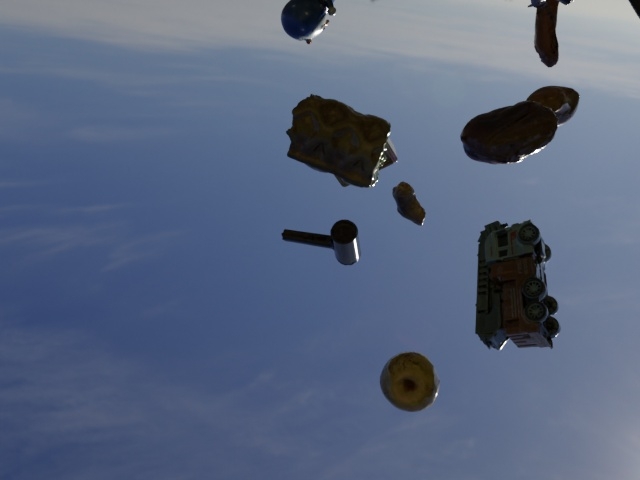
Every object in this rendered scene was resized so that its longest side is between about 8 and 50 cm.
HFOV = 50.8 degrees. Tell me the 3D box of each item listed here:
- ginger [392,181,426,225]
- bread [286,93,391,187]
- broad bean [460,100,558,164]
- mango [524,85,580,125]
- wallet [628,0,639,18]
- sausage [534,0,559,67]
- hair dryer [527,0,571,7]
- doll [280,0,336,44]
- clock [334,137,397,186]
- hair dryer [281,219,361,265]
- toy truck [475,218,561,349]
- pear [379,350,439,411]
[{"bbox_3d":[0.305,-0.128,2.331,0.069,0.190,0.095,-42,-147,-20],"label":"ginger"},{"bbox_3d":[0.055,-0.262,1.799,0.252,0.196,0.238,19,-177,10],"label":"bread"},{"bbox_3d":[0.457,-0.260,1.636,0.228,0.122,0.156,-13,-143,11],"label":"broad bean"},{"bbox_3d":[0.844,-0.492,2.451,0.249,0.151,0.156,-17,171,-25],"label":"mango"},{"bbox_3d":[0.855,-0.650,1.729,0.170,0.044,0.321,2,-129,-9],"label":"wallet"},{"bbox_3d":[0.778,-0.744,2.305,0.087,0.326,0.079,3,167,25],"label":"sausage"},{"bbox_3d":[0.619,-0.775,1.923,0.123,0.312,0.340,-32,175,0],"label":"hair dryer"},{"bbox_3d":[-0.031,-0.820,2.400,0.215,0.161,0.257,19,-118,46],"label":"doll"},{"bbox_3d":[0.117,-0.259,2.007,0.192,0.147,0.071,-25,-136,15],"label":"clock"},{"bbox_3d":[0.000,0.000,2.111,0.251,0.089,0.197,6,161,7],"label":"hair dryer"},{"bbox_3d":[0.470,0.095,1.656,0.184,0.338,0.133,-12,148,28],"label":"toy truck"},{"bbox_3d":[0.247,0.385,1.855,0.178,0.178,0.178,6,-157,-3],"label":"pear"}]
